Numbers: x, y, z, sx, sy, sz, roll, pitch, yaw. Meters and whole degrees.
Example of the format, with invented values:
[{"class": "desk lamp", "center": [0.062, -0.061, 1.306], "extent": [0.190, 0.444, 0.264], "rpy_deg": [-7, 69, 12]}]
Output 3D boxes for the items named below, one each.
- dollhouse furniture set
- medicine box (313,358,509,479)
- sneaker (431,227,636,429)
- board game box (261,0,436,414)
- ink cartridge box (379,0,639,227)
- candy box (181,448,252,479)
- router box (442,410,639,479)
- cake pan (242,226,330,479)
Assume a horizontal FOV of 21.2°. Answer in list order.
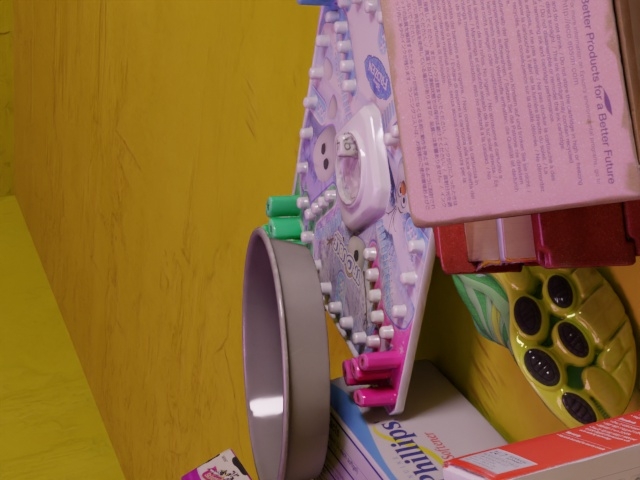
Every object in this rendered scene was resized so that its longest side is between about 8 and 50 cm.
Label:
[{"class": "dollhouse furniture set", "center": [0.182, -0.159, 1.367], "extent": [0.201, 0.152, 0.374], "rpy_deg": [177, 86, -70]}, {"class": "medicine box", "center": [0.107, 0.319, 1.821], "extent": [0.263, 0.149, 0.289], "rpy_deg": [-134, 38, -56]}, {"class": "sneaker", "center": [0.196, 0.056, 1.544], "extent": [0.295, 0.109, 0.123], "rpy_deg": [60, 176, 36]}, {"class": "board game box", "center": [0.031, -0.076, 1.826], "extent": [0.390, 0.050, 0.390], "rpy_deg": [-123, 37, -55]}, {"class": "ink cartridge box", "center": [0.145, -0.136, 1.195], "extent": [0.193, 0.088, 0.234], "rpy_deg": [-7, 91, 38]}, {"class": "candy box", "center": [-0.059, 0.367, 1.912], "extent": [0.233, 0.071, 0.159], "rpy_deg": [65, 171, -26]}, {"class": "router box", "center": [0.258, 0.285, 1.178], "extent": [0.082, 0.301, 0.335], "rpy_deg": [-175, 75, -69]}, {"class": "cake pan", "center": [-0.038, 0.131, 1.840], "extent": [0.293, 0.054, 0.293], "rpy_deg": [178, 90, -80]}]
